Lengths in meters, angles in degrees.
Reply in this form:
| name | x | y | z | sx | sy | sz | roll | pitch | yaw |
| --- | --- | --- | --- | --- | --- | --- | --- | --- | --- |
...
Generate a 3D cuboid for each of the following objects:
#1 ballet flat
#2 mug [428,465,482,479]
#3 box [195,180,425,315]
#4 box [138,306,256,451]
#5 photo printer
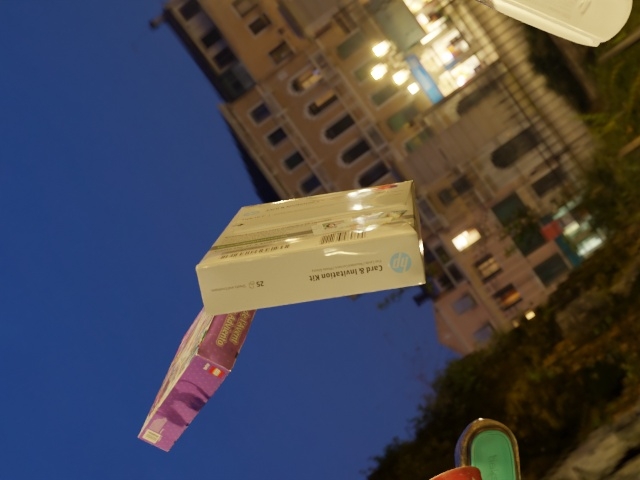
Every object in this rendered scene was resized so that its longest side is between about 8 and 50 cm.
| name | x | y | z | sx | sy | sz | roll | pitch | yaw |
| --- | --- | --- | --- | --- | --- | --- | --- | --- | --- |
| ballet flat | 0.270 | 0.451 | 1.525 | 0.123 | 0.123 | 0.349 | 2 | -97 | -75 |
| mug | 0.198 | 0.420 | 1.363 | 0.150 | 0.113 | 0.169 | 14 | -140 | -43 |
| box | 0.000 | 0.000 | 0.699 | 0.186 | 0.145 | 0.038 | -76 | -24 | -75 |
| box | -0.172 | 0.167 | 1.445 | 0.057 | 0.293 | 0.201 | 28 | -131 | -9 |
| photo printer | 0.256 | -0.396 | 1.309 | 0.256 | 0.107 | 0.308 | 17 | -148 | -19 |
